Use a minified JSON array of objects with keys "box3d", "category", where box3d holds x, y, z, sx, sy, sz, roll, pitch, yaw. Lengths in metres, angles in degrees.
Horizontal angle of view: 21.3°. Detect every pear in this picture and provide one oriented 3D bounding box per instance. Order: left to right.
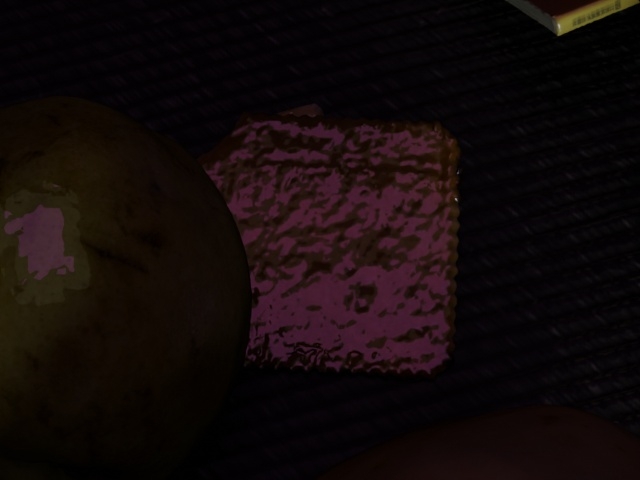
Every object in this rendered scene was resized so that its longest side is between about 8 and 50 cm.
[{"box3d":[-0.195,0.054,1.256,0.304,0.304,0.304,-1,58,2],"category":"pear"}]

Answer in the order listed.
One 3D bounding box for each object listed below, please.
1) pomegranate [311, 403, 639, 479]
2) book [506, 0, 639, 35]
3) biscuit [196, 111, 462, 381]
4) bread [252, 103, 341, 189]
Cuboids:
[{"box3d":[0.121,0.296,1.024,0.412,0.411,0.411,-1,58,2],"category":"pomegranate"},{"box3d":[0.312,-0.298,1.526,0.374,0.028,0.262,-22,31,-11],"category":"book"},{"box3d":[0.000,0.000,1.409,0.232,0.013,0.236,3,66,2],"category":"biscuit"},{"box3d":[-0.019,-0.075,1.467,0.070,0.035,0.083,-21,66,-9],"category":"bread"}]
